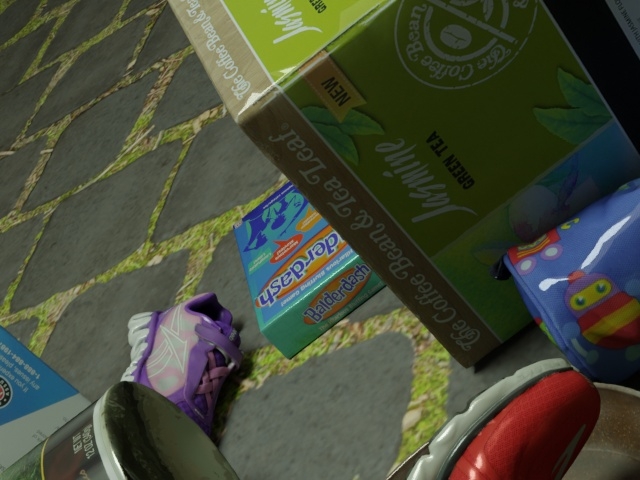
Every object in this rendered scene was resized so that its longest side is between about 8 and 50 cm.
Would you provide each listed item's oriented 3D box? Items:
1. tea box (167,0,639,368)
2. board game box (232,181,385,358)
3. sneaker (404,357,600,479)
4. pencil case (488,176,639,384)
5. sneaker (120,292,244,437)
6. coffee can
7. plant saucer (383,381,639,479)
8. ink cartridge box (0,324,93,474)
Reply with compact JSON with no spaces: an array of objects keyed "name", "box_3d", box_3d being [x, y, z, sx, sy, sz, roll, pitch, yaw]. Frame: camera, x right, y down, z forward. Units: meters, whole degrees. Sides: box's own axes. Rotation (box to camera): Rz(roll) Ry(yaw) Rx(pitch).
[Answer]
[{"name":"tea box","box_3d":[0.118,-0.140,0.998,0.323,0.329,0.220,-38,40,8]},{"name":"board game box","box_3d":[0.000,0.000,1.295,0.160,0.047,0.210,-38,29,9]},{"name":"sneaker","box_3d":[0.096,0.199,0.771,0.118,0.107,0.279,23,72,40]},{"name":"pencil case","box_3d":[0.269,-0.027,0.911,0.306,0.119,0.133,-39,-3,10]},{"name":"sneaker","box_3d":[-0.121,0.124,1.242,0.104,0.095,0.236,-29,29,10]},{"name":"coffee can","box_3d":[-0.200,0.267,1.020,0.275,0.201,0.201,-38,28,10]},{"name":"plant saucer","box_3d":[0.120,0.226,0.825,0.310,0.050,0.310,-32,29,21]},{"name":"ink cartridge box","box_3d":[-0.344,0.243,1.216,0.307,0.223,0.129,-52,28,-16]}]
